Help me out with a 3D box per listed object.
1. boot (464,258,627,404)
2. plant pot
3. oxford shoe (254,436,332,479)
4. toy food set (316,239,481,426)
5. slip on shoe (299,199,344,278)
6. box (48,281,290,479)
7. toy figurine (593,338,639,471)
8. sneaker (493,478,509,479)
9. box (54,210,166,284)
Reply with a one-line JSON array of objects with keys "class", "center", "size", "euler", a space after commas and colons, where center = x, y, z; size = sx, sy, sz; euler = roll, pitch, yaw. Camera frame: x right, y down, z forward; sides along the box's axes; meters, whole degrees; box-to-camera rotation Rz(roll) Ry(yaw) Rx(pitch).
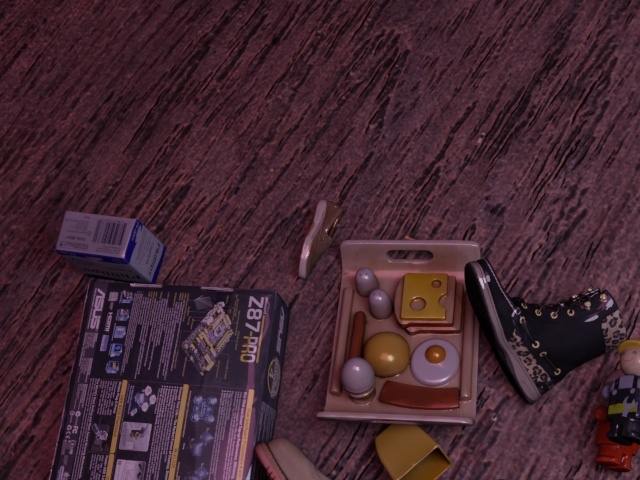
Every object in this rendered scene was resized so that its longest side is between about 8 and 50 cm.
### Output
[{"class": "boot", "center": [0.317, 0.097, 1.462], "size": [0.179, 0.085, 0.236], "euler": [-28, 110, -2]}, {"class": "plant pot", "center": [0.124, 0.304, 1.480], "size": [0.081, 0.081, 0.083], "euler": [-41, 52, -5]}, {"class": "oxford shoe", "center": [0.077, 0.396, 1.430], "size": [0.397, 0.140, 0.146], "euler": [42, 79, 13]}, {"class": "toy food set", "center": [0.119, 0.130, 1.515], "size": [0.220, 0.092, 0.306], "euler": [0, 55, 13]}, {"class": "slip on shoe", "center": [0.000, 0.000, 1.649], "size": [0.041, 0.051, 0.135], "euler": [16, 67, 7]}, {"class": "box", "center": [-0.230, 0.263, 1.571], "size": [0.319, 0.097, 0.394], "euler": [0, 69, 16]}, {"class": "toy figurine", "center": [0.470, 0.226, 1.356], "size": [0.213, 0.209, 0.148], "euler": [10, 66, 17]}, {"class": "sneaker", "center": [0.387, 0.379, 1.375], "size": [0.350, 0.131, 0.148], "euler": [17, 43, 30]}, {"class": "box", "center": [-0.337, 0.014, 1.671], "size": [0.126, 0.137, 0.072], "euler": [7, 72, 16]}]
